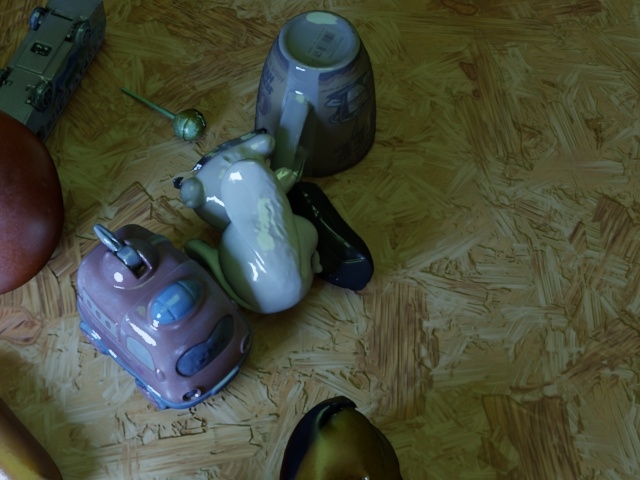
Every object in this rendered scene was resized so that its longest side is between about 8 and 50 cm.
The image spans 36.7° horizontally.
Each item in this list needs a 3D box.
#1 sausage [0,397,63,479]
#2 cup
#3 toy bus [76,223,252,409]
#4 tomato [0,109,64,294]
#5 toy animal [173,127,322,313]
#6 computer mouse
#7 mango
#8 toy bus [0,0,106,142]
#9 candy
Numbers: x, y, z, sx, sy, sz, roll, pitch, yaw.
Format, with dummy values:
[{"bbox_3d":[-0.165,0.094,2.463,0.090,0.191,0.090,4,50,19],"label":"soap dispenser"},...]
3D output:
[{"bbox_3d":[-0.493,0.306,1.451,0.274,0.105,0.105,41,67,19],"label":"sausage"},{"bbox_3d":[-0.025,-0.240,1.689,0.227,0.257,0.301,17,63,10],"label":"cup"},{"bbox_3d":[-0.250,0.104,1.497,0.294,0.232,0.197,41,67,19],"label":"toy bus"},{"bbox_3d":[-0.568,-0.064,1.534,0.321,0.321,0.322,1,61,-2],"label":"tomato"},{"bbox_3d":[-0.116,-0.029,1.560,0.174,0.249,0.289,-17,38,-36],"label":"toy animal"},{"bbox_3d":[0.000,0.000,1.631,0.073,0.122,0.217,-23,63,-35],"label":"computer mouse"},{"bbox_3d":[0.031,0.378,1.392,0.201,0.153,0.287,17,58,-5],"label":"mango"},{"bbox_3d":[-0.505,-0.312,1.776,0.109,0.136,0.330,18,61,6],"label":"toy bus"},{"bbox_3d":[-0.298,-0.246,1.803,0.202,0.061,0.061,30,64,23],"label":"candy"}]
